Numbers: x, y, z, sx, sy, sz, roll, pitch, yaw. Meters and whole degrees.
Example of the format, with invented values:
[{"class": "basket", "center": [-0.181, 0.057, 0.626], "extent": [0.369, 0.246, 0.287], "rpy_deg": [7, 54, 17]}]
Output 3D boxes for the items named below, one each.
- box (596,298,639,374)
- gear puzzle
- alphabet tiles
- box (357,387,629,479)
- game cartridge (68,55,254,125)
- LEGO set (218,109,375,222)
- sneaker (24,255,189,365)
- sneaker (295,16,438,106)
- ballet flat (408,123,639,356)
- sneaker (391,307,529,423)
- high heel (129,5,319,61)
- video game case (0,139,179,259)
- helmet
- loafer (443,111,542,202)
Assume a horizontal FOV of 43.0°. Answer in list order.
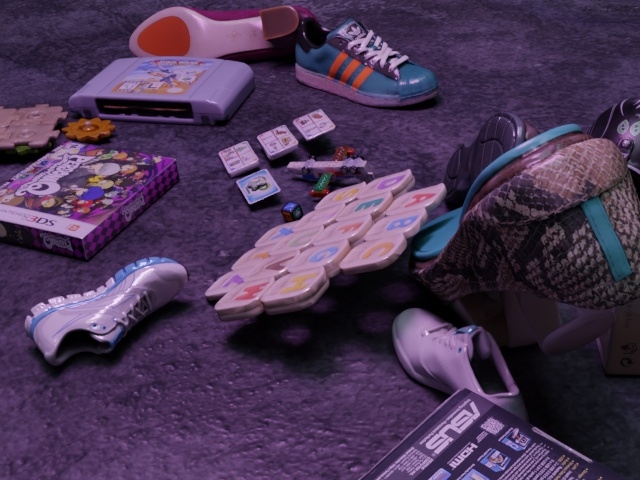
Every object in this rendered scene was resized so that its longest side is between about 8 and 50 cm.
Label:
[{"class": "box", "center": [0.444, 0.051, 0.828], "extent": [0.311, 0.121, 0.148], "rpy_deg": [1, 33, 9]}, {"class": "gear puzzle", "center": [-0.516, -0.177, 1.376], "extent": [0.338, 0.044, 0.175], "rpy_deg": [-4, 32, -4]}, {"class": "alphabet tiles", "center": [0.000, 0.000, 0.949], "extent": [0.278, 0.021, 0.284], "rpy_deg": [-12, 23, 39]}, {"class": "box", "center": [0.100, 0.296, 0.526], "extent": [0.318, 0.097, 0.395], "rpy_deg": [24, 42, 39]}, {"class": "game cartridge", "center": [-0.282, -0.278, 1.484], "extent": [0.297, 0.062, 0.198], "rpy_deg": [5, 39, 14]}, {"class": "LEGO set", "center": [-0.035, -0.100, 1.210], "extent": [0.182, 0.060, 0.244], "rpy_deg": [-25, 35, -7]}, {"class": "sneaker", "center": [-0.230, 0.087, 0.919], "extent": [0.190, 0.071, 0.083], "rpy_deg": [-27, 45, -16]}, {"class": "sneaker", "center": [0.072, -0.322, 1.441], "extent": [0.302, 0.121, 0.108], "rpy_deg": [20, 41, 32]}, {"class": "ballet flat", "center": [0.190, 0.029, 0.799], "extent": [0.164, 0.182, 0.483], "rpy_deg": [-26, -5, -4]}, {"class": "sneaker", "center": [0.139, 0.112, 0.800], "extent": [0.080, 0.094, 0.212], "rpy_deg": [-19, 35, -18]}, {"class": "high heel", "center": [-0.190, -0.405, 1.656], "extent": [0.377, 0.127, 0.181], "rpy_deg": [1, 5, 15]}, {"class": "video game case", "center": [-0.355, -0.066, 1.179], "extent": [0.210, 0.042, 0.232], "rpy_deg": [12, 37, 22]}, {"class": "helmet", "center": [0.415, -0.103, 1.046], "extent": [0.169, 0.169, 0.161], "rpy_deg": [21, 58, 34]}, {"class": "loafer", "center": [0.228, -0.094, 1.009], "extent": [0.084, 0.096, 0.267], "rpy_deg": [12, -6, -7]}]
